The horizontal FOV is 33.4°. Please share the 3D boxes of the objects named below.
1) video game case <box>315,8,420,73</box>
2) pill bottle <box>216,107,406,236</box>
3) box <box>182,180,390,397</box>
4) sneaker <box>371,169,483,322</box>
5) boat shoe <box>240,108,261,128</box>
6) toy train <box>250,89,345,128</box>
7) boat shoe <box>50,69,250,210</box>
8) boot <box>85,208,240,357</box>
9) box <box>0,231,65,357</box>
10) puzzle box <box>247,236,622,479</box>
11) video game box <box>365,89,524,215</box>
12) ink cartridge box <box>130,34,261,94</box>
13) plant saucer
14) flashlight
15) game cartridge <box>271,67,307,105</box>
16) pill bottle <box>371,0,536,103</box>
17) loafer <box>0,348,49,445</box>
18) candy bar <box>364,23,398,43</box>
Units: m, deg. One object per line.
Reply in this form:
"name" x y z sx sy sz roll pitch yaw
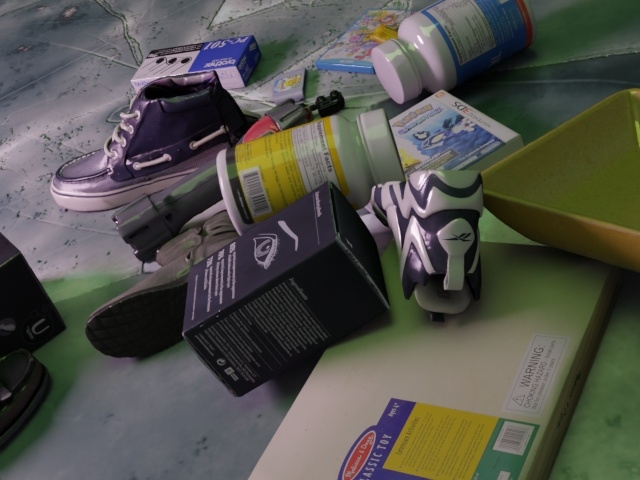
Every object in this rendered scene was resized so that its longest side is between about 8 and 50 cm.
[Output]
"video game case" 0.083 -0.327 1.742 0.119 0.015 0.166 12 49 37
"pill bottle" -0.009 -0.081 1.281 0.208 0.119 0.119 -16 37 7
"box" -0.040 0.052 1.196 0.207 0.108 0.153 -31 25 13
"sneaker" 0.113 0.012 1.154 0.094 0.153 0.235 2 -5 -18
"boat shoe" -0.188 -0.176 1.673 0.206 0.075 0.065 3 86 22
"toy train" -0.037 -0.184 1.616 0.158 0.027 0.036 -22 47 0
"boat shoe" -0.269 -0.155 1.586 0.341 0.158 0.127 -12 38 13
"boot" -0.190 0.053 1.373 0.246 0.083 0.161 -27 26 -9
"box" -0.500 0.111 1.385 0.270 0.143 0.165 -36 41 -19
"puzzle box" 0.119 0.153 1.090 0.272 0.052 0.409 6 45 32
"video game box" 0.135 -0.108 1.415 0.205 0.048 0.187 -32 35 -12
"ink cartridge box" -0.213 -0.296 1.828 0.207 0.046 0.097 -4 41 23
"plant saucer" 0.384 -0.052 1.139 0.333 0.081 0.333 -30 33 -35
"flashlight" -0.140 -0.080 1.487 0.304 0.103 0.103 -33 34 -6
"game cartridge" -0.050 -0.246 1.708 0.056 0.017 0.083 -16 37 15
"pill bottle" 0.190 -0.288 1.547 0.221 0.124 0.124 -29 37 -8
"loafer" -0.456 0.226 1.258 0.109 0.095 0.302 22 55 43
"candy bar" 0.132 -0.302 1.664 0.040 0.018 0.161 -38 48 -18
